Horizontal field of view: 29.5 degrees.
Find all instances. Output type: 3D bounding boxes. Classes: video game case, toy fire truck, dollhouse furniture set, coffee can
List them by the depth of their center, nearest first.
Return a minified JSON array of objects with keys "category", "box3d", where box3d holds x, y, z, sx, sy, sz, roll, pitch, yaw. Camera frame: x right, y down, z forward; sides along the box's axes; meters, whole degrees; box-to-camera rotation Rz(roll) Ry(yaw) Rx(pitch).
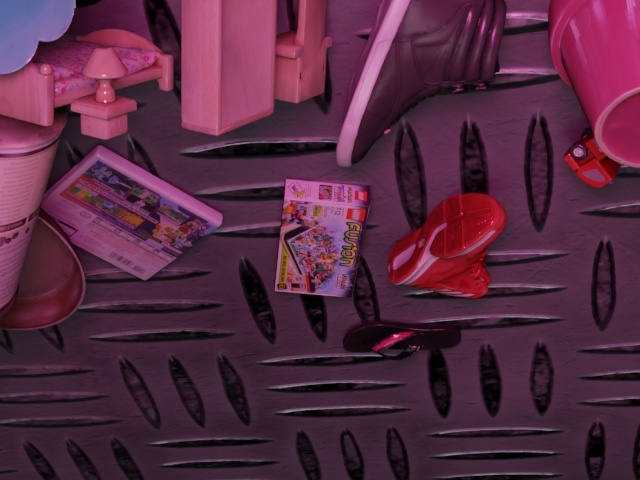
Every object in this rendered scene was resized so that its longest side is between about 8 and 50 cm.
[{"category":"dollhouse furniture set","box3d":[-0.212,-0.242,1.293,0.355,0.303,0.174,16,115,28]},{"category":"coffee can","box3d":[-0.423,-0.057,1.412,0.201,0.201,0.275,15,123,-15]},{"category":"toy fire truck","box3d":[0.395,-0.102,1.420,0.135,0.047,0.192,50,129,-5]},{"category":"video game case","box3d":[-0.264,-0.033,1.635,0.201,0.023,0.183,31,135,-29]}]

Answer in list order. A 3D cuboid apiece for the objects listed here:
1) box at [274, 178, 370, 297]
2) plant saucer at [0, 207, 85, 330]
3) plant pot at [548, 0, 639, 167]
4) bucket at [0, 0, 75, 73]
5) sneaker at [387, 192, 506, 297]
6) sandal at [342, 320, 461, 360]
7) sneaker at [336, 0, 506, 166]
[{"category":"box","box3d":[0.000,0.000,1.643,0.114,0.036,0.207,5,142,-2]},{"category":"plant saucer","box3d":[-0.465,0.010,1.660,0.310,0.050,0.311,8,138,7]},{"category":"plant pot","box3d":[0.342,-0.183,1.264,0.201,0.180,0.201,2,141,1]},{"category":"bucket","box3d":[-0.360,-0.294,1.116,0.281,0.183,0.281,-15,140,-13]},{"category":"sneaker","box3d":[0.199,0.010,1.620,0.128,0.087,0.221,17,153,-29]},{"category":"sandal","box3d":[0.121,0.154,1.826,0.179,0.040,0.067,-2,142,8]},{"category":"sneaker","box3d":[0.112,-0.173,1.354,0.147,0.104,0.296,16,136,-7]}]
